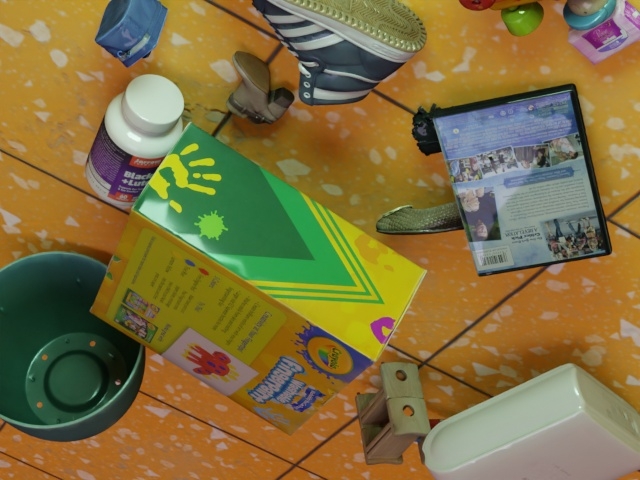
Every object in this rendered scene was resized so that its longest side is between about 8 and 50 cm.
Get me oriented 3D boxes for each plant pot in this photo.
[{"bbox_3d":[-0.418,0.198,2.310,0.293,0.293,0.235,13,157,7],"label":"plant pot"}]

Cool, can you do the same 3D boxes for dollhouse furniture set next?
[{"bbox_3d":[0.171,0.284,2.325,0.183,0.129,0.129,3,148,-21],"label":"dollhouse furniture set"}]

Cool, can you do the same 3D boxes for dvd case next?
[{"bbox_3d":[0.260,-0.072,1.800,0.180,0.022,0.253,-10,122,15],"label":"dvd case"}]

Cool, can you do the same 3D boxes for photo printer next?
[{"bbox_3d":[0.331,0.327,2.216,0.307,0.107,0.256,-29,138,26],"label":"photo printer"}]

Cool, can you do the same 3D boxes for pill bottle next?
[{"bbox_3d":[-0.250,-0.139,1.931,0.108,0.108,0.193,24,144,-8],"label":"pill bottle"}]

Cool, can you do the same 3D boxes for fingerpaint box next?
[{"bbox_3d":[-0.104,0.071,1.994,0.371,0.163,0.445,32,155,-2],"label":"fingerpaint box"}]

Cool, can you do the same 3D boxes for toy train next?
[{"bbox_3d":[0.197,-0.279,1.580,0.248,0.105,0.143,-9,150,31],"label":"toy train"}]

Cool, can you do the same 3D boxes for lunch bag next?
[{"bbox_3d":[-0.233,-0.265,1.768,0.065,0.098,0.067,37,135,-29],"label":"lunch bag"}]

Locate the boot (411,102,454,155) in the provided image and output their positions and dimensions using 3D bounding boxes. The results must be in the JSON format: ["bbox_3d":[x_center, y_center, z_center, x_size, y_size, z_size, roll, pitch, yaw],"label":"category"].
[{"bbox_3d":[0.177,-0.125,1.825,0.099,0.045,0.121,-7,130,27],"label":"boot"}]

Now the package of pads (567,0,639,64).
[{"bbox_3d":[0.329,-0.240,1.621,0.050,0.032,0.083,35,141,-24],"label":"package of pads"}]

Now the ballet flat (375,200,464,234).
[{"bbox_3d":[0.184,-0.042,1.927,0.249,0.058,0.084,-8,179,37],"label":"ballet flat"}]

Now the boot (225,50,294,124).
[{"bbox_3d":[-0.094,-0.194,1.852,0.118,0.042,0.087,40,141,-27],"label":"boot"}]

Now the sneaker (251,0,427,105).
[{"bbox_3d":[-0.030,-0.260,1.689,0.282,0.099,0.153,26,141,-16],"label":"sneaker"}]
